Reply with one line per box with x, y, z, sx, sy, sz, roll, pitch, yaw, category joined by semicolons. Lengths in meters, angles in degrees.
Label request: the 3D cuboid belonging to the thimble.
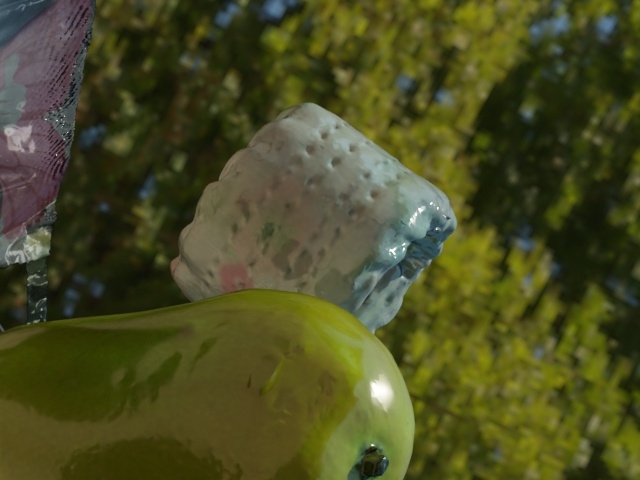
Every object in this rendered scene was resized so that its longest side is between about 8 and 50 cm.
0.000;0.000;1.482;0.211;0.149;0.185;-32;157;-58;thimble

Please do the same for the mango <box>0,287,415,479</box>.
-0.080;0.122;1.153;0.149;0.273;0.185;78;5;-52;mango

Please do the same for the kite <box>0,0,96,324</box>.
-0.211;0.010;1.156;0.022;0.204;0.360;32;-48;32;kite

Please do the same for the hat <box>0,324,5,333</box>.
-0.393;0.124;1.898;0.193;0.193;0.082;-60;-154;8;hat
